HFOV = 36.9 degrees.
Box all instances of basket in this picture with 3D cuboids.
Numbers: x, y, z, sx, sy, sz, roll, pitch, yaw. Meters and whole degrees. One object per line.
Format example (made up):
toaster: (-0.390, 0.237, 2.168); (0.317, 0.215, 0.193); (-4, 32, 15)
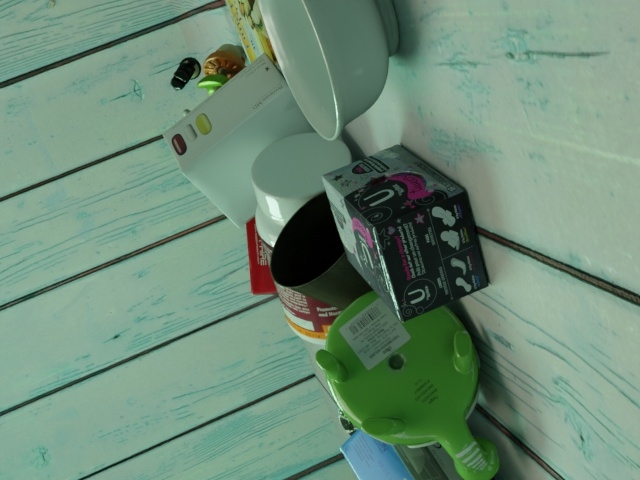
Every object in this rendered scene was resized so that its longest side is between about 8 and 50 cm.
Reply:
basket: (0.055, 0.043, 1.661); (0.227, 0.204, 0.154); (39, -173, -44)

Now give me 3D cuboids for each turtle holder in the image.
turtle holder: (0.166, 0.224, 1.553); (0.320, 0.243, 0.227); (20, 168, 21)

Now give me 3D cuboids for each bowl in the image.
bowl: (0.018, -0.296, 1.309); (0.298, 0.134, 0.298); (157, 90, -80)

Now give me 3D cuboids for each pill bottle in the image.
pill bottle: (0.000, 0.000, 1.865); (0.224, 0.224, 0.392); (-122, 12, -46)

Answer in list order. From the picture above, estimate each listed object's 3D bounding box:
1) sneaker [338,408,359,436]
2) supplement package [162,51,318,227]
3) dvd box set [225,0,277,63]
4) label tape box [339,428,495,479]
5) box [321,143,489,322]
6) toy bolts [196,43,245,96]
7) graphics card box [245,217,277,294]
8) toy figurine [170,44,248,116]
sneaker: (0.189, 0.474, 2.304); (0.129, 0.147, 0.330); (-28, 103, 40)
supplement package: (-0.136, -0.194, 1.891); (0.204, 0.262, 0.145); (47, -173, -45)
dvd box set: (-0.134, -0.504, 1.921); (0.420, 0.062, 0.308); (-157, 45, -77)
label tape box: (0.225, 0.423, 1.710); (0.333, 0.106, 0.241); (6, -138, -49)
box: (0.115, -0.018, 1.399); (0.247, 0.142, 0.163); (-132, 20, -63)
toy bolts: (-0.152, -0.356, 2.265); (0.228, 0.218, 0.159); (64, -148, -50)
graphics card box: (-0.091, 0.016, 2.339); (0.371, 0.094, 0.233); (11, -107, -78)
toy figurine: (-0.266, -0.385, 2.479); (0.148, 0.213, 0.210); (-77, -30, -66)
